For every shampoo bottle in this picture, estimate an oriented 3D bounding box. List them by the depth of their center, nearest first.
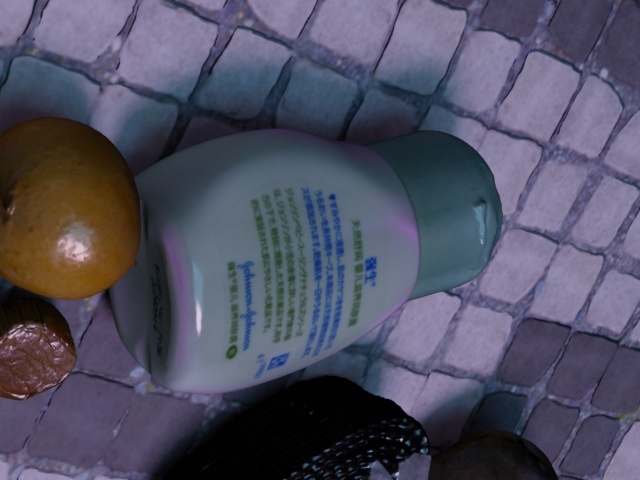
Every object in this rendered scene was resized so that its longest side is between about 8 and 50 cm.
[{"bbox_3d":[0.000,0.000,1.489,0.349,0.151,0.222,-15,117,-29],"label":"shampoo bottle"}]

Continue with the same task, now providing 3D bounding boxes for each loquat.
[{"bbox_3d":[-0.203,-0.022,1.331,0.141,0.141,0.141,-18,124,-29],"label":"loquat"},{"bbox_3d":[0.146,0.292,1.754,0.227,0.179,0.179,-38,132,-13],"label":"loquat"}]

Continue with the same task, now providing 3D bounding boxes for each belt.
[{"bbox_3d":[-0.024,0.257,1.609,0.289,0.164,0.184,-38,126,-17],"label":"belt"}]

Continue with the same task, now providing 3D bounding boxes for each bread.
[{"bbox_3d":[-0.243,0.084,1.419,0.085,0.053,0.085,-13,128,-18],"label":"bread"}]
